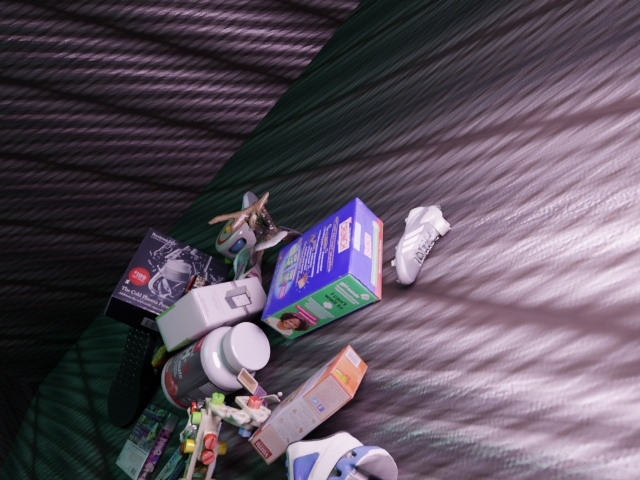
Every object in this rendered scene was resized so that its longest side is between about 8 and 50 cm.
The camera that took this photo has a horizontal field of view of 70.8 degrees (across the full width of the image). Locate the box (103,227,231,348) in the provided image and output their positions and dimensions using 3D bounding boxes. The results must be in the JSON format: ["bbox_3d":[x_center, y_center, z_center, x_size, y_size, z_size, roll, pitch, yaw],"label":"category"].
[{"bbox_3d":[-0.558,0.181,1.676,0.179,0.342,0.313,-45,24,45],"label":"box"}]

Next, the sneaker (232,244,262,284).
[{"bbox_3d":[-0.247,0.122,1.573,0.111,0.103,0.253,-20,47,41],"label":"sneaker"}]

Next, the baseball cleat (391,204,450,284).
[{"bbox_3d":[0.226,0.000,0.996,0.109,0.072,0.206,-14,48,41],"label":"baseball cleat"}]

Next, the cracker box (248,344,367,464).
[{"bbox_3d":[-0.021,0.326,0.907,0.232,0.067,0.155,-44,-7,15],"label":"cracker box"}]

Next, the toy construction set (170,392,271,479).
[{"bbox_3d":[-0.243,0.482,1.016,0.328,0.151,0.215,-61,22,-4],"label":"toy construction set"}]

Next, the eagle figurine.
[{"bbox_3d":[-0.166,-0.018,1.402,0.226,0.298,0.225,9,60,21],"label":"eagle figurine"}]

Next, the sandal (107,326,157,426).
[{"bbox_3d":[-0.698,0.511,1.735,0.167,0.107,0.447,22,96,30],"label":"sandal"}]

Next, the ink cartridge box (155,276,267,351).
[{"bbox_3d":[-0.316,0.217,1.357,0.198,0.272,0.115,-35,75,29],"label":"ink cartridge box"}]

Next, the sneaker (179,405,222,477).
[{"bbox_3d":[-0.324,0.540,1.173,0.087,0.092,0.229,-38,31,22],"label":"sneaker"}]

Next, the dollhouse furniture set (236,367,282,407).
[{"bbox_3d":[-0.153,0.370,1.087,0.081,0.114,0.091,-20,27,32],"label":"dollhouse furniture set"}]

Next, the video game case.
[{"bbox_3d":[-0.568,0.655,1.471,0.232,0.041,0.211,-14,45,51],"label":"video game case"}]

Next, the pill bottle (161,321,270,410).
[{"bbox_3d":[-0.290,0.349,1.260,0.318,0.176,0.177,-34,32,32],"label":"pill bottle"}]

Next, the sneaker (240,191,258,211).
[{"bbox_3d":[-0.327,-0.125,1.993,0.091,0.094,0.258,-36,31,20],"label":"sneaker"}]

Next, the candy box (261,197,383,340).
[{"bbox_3d":[0.009,0.079,1.184,0.317,0.122,0.268,-33,31,35],"label":"candy box"}]

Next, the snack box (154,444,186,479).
[{"bbox_3d":[-0.407,0.632,1.268,0.178,0.022,0.064,-54,25,-3],"label":"snack box"}]

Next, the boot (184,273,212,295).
[{"bbox_3d":[-0.395,0.242,1.553,0.085,0.178,0.237,-34,31,32],"label":"boot"}]

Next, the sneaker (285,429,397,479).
[{"bbox_3d":[-0.016,0.460,0.773,0.316,0.127,0.182,-50,22,-12],"label":"sneaker"}]

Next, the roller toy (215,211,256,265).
[{"bbox_3d":[-0.314,-0.012,1.776,0.191,0.146,0.210,-11,47,52],"label":"roller toy"}]

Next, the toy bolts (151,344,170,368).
[{"bbox_3d":[-0.646,0.380,1.802,0.228,0.158,0.219,-25,37,42],"label":"toy bolts"}]
